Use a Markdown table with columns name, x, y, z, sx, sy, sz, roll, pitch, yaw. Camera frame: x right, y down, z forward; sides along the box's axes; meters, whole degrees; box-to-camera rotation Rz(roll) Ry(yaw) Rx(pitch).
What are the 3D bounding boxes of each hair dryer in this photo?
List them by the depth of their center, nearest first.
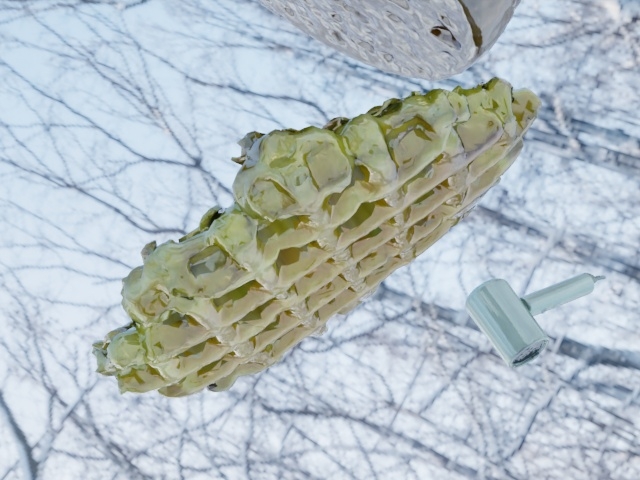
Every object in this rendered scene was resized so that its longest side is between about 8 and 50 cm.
| name | x | y | z | sx | sy | sz | roll | pitch | yaw |
| --- | --- | --- | --- | --- | --- | --- | --- | --- | --- |
| hair dryer | 0.176 | 0.051 | 0.811 | 0.124 | 0.063 | 0.038 | -18 | -31 | -28 |

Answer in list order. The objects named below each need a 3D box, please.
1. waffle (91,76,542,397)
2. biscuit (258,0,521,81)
| name | x | y | z | sx | sy | sz | roll | pitch | yaw |
| --- | --- | --- | --- | --- | --- | --- | --- | --- | --- |
| waffle | 0.001 | 0.001 | 0.571 | 0.245 | 0.052 | 0.254 | -15 | -25 | -45 |
| biscuit | -0.046 | -0.237 | 0.568 | 0.394 | 0.350 | 0.070 | 41 | -98 | -25 |
